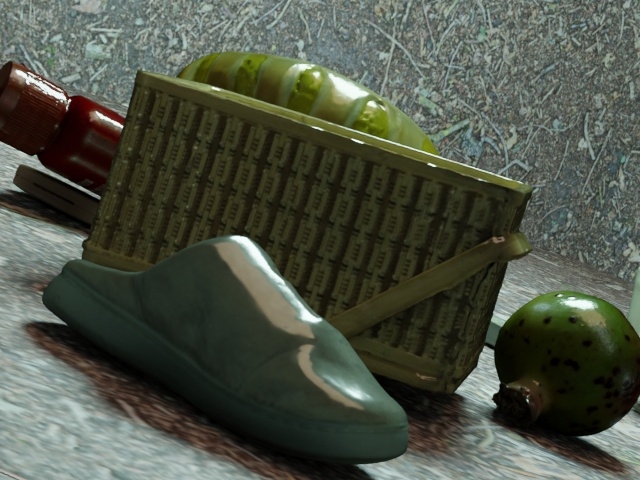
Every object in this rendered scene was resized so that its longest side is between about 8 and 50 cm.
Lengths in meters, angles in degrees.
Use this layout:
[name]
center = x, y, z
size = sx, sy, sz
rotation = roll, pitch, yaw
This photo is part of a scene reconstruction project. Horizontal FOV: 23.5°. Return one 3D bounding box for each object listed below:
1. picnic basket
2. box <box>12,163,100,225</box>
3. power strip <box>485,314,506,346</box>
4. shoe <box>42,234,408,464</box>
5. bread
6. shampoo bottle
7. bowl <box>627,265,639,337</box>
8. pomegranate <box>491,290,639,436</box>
[picnic basket]
center = 0.000, 0.000, 1.193
size = 0.312, 0.175, 0.228
rotation = 18, 5, 9
[box]
center = -0.233, -0.038, 1.427
size = 0.115, 0.025, 0.048
rotation = 26, 0, 31
[power strip]
center = 0.153, 0.081, 1.705
size = 0.252, 0.027, 0.060
rotation = 26, 7, 42
[shoe]
center = -0.050, 0.048, 0.888
size = 0.251, 0.100, 0.103
rotation = 21, 4, 28
[bread]
center = -0.035, -0.073, 1.614
size = 0.333, 0.160, 0.333
rotation = 23, -18, 8
[shampoo bottle]
center = -0.164, -0.062, 1.421
size = 0.314, 0.076, 0.118
rotation = 28, -3, -25
[bowl]
center = 0.435, 0.139, 1.594
size = 0.277, 0.145, 0.277
rotation = 19, 5, -2
[pomegranate]
center = 0.199, 0.105, 1.247
size = 0.130, 0.130, 0.130
rotation = 21, 5, -2
